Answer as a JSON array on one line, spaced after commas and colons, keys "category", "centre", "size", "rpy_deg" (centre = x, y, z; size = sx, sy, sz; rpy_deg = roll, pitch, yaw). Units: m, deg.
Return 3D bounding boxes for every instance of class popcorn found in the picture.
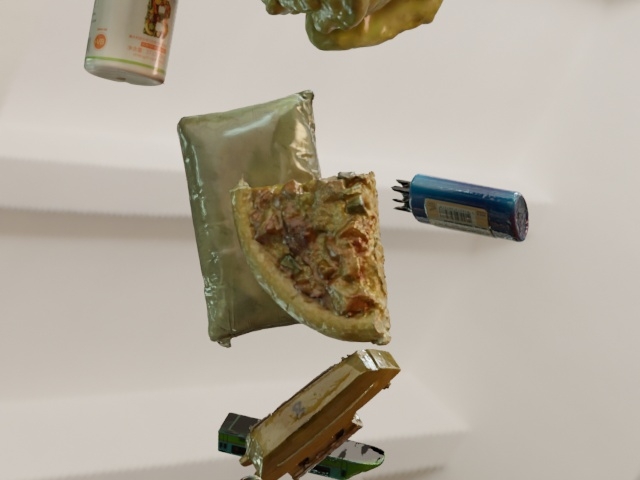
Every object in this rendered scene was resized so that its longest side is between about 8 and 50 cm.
[{"category": "popcorn", "centre": [0.028, -0.336, 1.665], "size": [0.293, 0.293, 0.237], "rpy_deg": [-58, -12, 13]}]

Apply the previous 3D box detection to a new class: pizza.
[{"category": "pizza", "centre": [0.000, 0.000, 1.834], "size": [0.197, 0.292, 0.058], "rpy_deg": [-52, -27, 21]}]

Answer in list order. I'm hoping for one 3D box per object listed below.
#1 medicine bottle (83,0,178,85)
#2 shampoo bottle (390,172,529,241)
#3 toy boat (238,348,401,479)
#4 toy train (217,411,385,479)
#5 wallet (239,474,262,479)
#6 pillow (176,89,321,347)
[{"category": "medicine bottle", "centre": [-0.187, -0.256, 1.612], "size": [0.086, 0.086, 0.183], "rpy_deg": [13, -96, -52]}, {"category": "shampoo bottle", "centre": [0.181, -0.045, 2.059], "size": [0.050, 0.183, 0.087], "rpy_deg": [-63, -30, -29]}, {"category": "toy boat", "centre": [0.002, 0.212, 1.859], "size": [0.226, 0.068, 0.088], "rpy_deg": [-40, -46, 6]}, {"category": "toy train", "centre": [-0.023, 0.264, 1.954], "size": [0.044, 0.209, 0.042], "rpy_deg": [-59, -22, -57]}, {"category": "wallet", "centre": [0.024, 0.383, 1.586], "size": [0.077, 0.309, 0.223], "rpy_deg": [-17, -71, -36]}, {"category": "pillow", "centre": [-0.072, -0.026, 1.960], "size": [0.185, 0.302, 0.075], "rpy_deg": [-10, -8, 10]}]
